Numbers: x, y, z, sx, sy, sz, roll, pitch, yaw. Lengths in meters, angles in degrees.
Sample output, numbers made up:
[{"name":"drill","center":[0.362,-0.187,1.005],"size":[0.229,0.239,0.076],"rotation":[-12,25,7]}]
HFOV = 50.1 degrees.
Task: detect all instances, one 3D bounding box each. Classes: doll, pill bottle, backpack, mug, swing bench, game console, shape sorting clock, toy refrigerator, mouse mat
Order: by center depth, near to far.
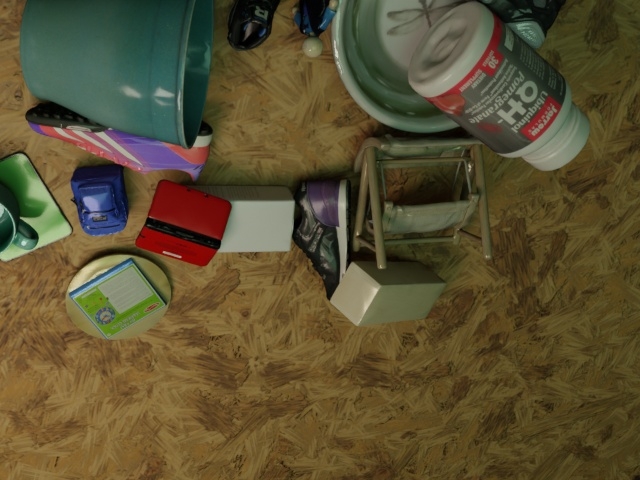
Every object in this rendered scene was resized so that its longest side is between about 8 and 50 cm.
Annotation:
[{"name":"doll","center":[-0.015,-0.411,1.181],"size":[0.046,0.129,0.188],"rotation":[-8,98,-35]},{"name":"pill bottle","center":[0.323,-0.255,1.205],"size":[0.319,0.176,0.176],"rotation":[30,106,-27]},{"name":"mug","center":[-0.599,-0.035,1.225],"size":[0.130,0.097,0.157],"rotation":[-27,122,-1]},{"name":"backpack","center":[-0.409,-0.066,1.268],"size":[0.098,0.101,0.120],"rotation":[-3,122,-6]},{"name":"mouse mat","center":[-0.575,-0.059,1.280],"size":[0.153,0.007,0.189],"rotation":[-23,122,-2]},{"name":"game console","center":[-0.256,-0.029,1.282],"size":[0.144,0.085,0.124],"rotation":[19,142,-21]},{"name":"swing bench","center":[0.206,-0.091,1.373],"size":[0.254,0.165,0.254],"rotation":[-3,103,-17]},{"name":"shape sorting clock","center":[-0.410,0.115,1.397],"size":[0.206,0.040,0.206],"rotation":[-8,118,-15]},{"name":"toy refrigerator","center":[0.147,0.106,1.451],"size":[0.270,0.094,0.102],"rotation":[2,122,-52]}]

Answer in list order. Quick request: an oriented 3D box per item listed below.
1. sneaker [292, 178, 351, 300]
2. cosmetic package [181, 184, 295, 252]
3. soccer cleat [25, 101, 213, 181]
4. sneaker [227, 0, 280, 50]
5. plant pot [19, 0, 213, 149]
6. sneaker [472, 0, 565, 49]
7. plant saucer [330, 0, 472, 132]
[{"name":"sneaker","center":[0.000,0.000,1.432],"size":[0.124,0.107,0.283],"rotation":[2,118,6]},{"name":"cosmetic package","center":[-0.174,-0.043,1.354],"size":[0.231,0.085,0.117],"rotation":[0,117,-17]},{"name":"soccer cleat","center":[-0.356,-0.174,1.224],"size":[0.319,0.108,0.116],"rotation":[4,120,-20]},{"name":"sneaker","center":[-0.086,-0.407,1.131],"size":[0.079,0.121,0.216],"rotation":[17,128,-23]},{"name":"plant pot","center":[-0.318,-0.298,1.087],"size":[0.256,0.271,0.271],"rotation":[8,116,-4]},{"name":"sneaker","center":[0.322,-0.453,1.148],"size":[0.269,0.101,0.153],"rotation":[30,105,-33]},{"name":"plant saucer","center":[0.204,-0.401,1.255],"size":[0.401,0.100,0.400],"rotation":[-6,118,-11]}]
